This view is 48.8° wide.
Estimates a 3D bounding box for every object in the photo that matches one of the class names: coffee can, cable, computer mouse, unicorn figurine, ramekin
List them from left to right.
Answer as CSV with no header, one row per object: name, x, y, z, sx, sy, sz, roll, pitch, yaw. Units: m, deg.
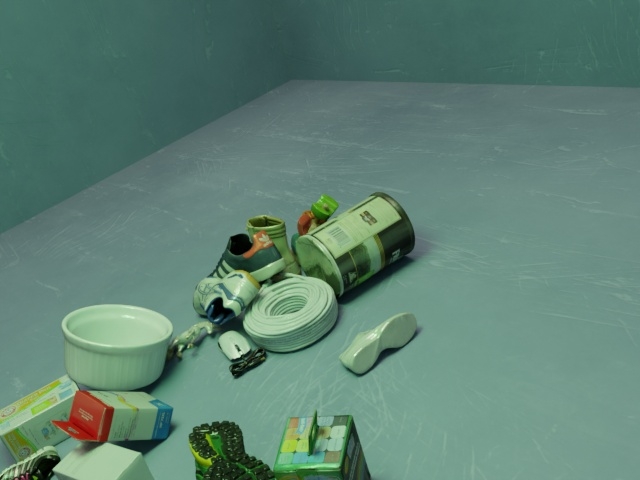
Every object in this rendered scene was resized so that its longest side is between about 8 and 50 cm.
ramekin,-0.528,0.277,1.830,0.277,0.135,0.277,8,14,-2
unicorn figurine,-0.355,0.265,1.926,0.161,0.060,0.111,-18,16,11
computer mouse,-0.222,0.281,1.845,0.106,0.042,0.193,-29,30,-20
cable,-0.081,0.192,1.880,0.257,0.089,0.257,5,36,36
coffee can,0.098,0.013,1.985,0.275,0.202,0.201,-31,30,-24

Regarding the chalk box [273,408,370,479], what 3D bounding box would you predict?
chalk box,0.000,0.409,1.294,0.131,0.213,0.132,-7,29,18

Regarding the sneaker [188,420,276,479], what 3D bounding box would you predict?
sneaker,-0.159,0.478,1.334,0.134,0.147,0.343,-10,17,-16

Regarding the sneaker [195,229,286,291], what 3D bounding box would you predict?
sneaker,-0.253,0.065,2.059,0.350,0.148,0.131,-22,4,36

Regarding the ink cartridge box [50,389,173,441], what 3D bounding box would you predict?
ink cartridge box,-0.469,0.395,1.597,0.134,0.078,0.231,11,-3,42

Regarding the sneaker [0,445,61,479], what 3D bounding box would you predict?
sneaker,-0.663,0.535,1.602,0.074,0.063,0.170,5,29,47

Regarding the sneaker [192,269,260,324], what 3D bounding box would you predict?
sneaker,-0.291,0.171,1.947,0.296,0.112,0.131,-27,24,51

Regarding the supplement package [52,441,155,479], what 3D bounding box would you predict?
supplement package,-0.455,0.504,1.496,0.179,0.105,0.105,3,33,35

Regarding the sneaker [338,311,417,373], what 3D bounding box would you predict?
sneaker,0.134,0.234,1.702,0.212,0.080,0.094,-31,19,-22

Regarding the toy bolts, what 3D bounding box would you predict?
toy bolts,0.000,0.000,2.197,0.218,0.159,0.228,38,36,10

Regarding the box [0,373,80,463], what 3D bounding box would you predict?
box,-0.682,0.439,1.748,0.203,0.103,0.114,-29,29,-21

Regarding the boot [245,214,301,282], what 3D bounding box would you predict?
boot,-0.198,0.024,2.129,0.261,0.204,0.095,2,32,31
